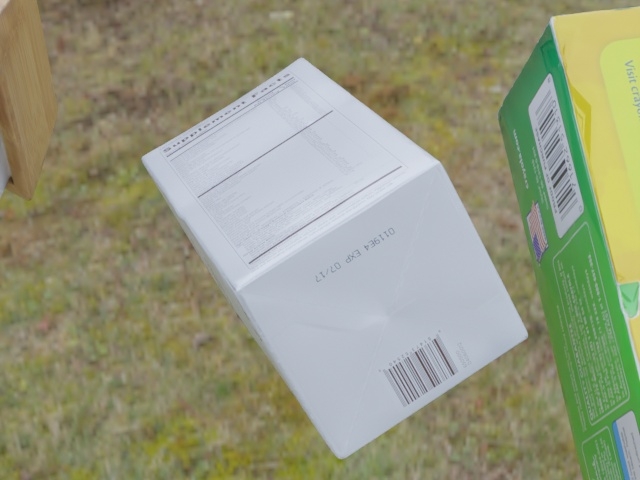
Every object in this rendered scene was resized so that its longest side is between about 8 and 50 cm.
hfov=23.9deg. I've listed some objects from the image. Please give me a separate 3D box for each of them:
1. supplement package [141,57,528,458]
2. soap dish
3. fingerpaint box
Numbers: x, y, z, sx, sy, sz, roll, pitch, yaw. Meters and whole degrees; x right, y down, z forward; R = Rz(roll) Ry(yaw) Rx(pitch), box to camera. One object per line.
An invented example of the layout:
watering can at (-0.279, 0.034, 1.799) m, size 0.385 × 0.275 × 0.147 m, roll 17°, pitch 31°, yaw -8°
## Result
supplement package at (0.000, 0.000, 0.948) m, size 0.139 × 0.134 × 0.244 m, roll -32°, pitch 27°, yaw -5°
soap dish at (-0.352, -0.178, 1.243) m, size 0.291 × 0.229 × 0.118 m, roll 29°, pitch 62°, yaw 16°
fingerpaint box at (0.348, 0.068, 0.966) m, size 0.371 × 0.163 × 0.445 m, roll -9°, pitch 73°, yaw -9°
